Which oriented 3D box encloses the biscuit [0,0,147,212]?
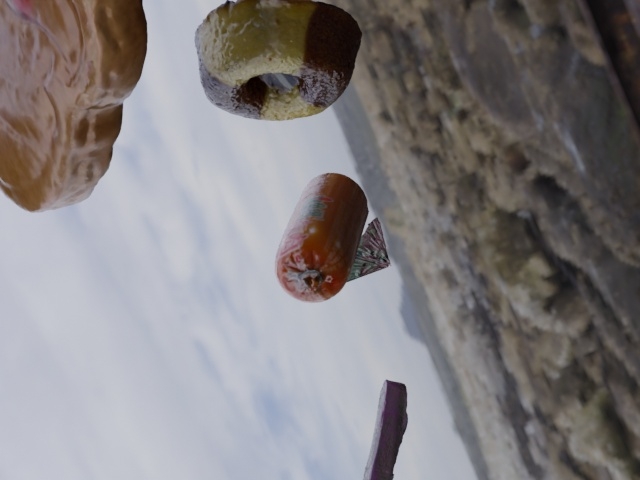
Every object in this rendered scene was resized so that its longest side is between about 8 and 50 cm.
[{"bbox_3d":[-0.238,-0.220,0.920,0.350,0.078,0.455,48,141,29],"label":"biscuit"}]

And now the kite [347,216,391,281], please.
[{"bbox_3d":[0.041,0.019,1.661,0.157,0.139,0.011,13,-148,-35],"label":"kite"}]

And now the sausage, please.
[{"bbox_3d":[0.000,0.000,1.404,0.312,0.093,0.093,-68,-44,-71],"label":"sausage"}]

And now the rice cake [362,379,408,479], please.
[{"bbox_3d":[0.099,0.307,1.819,0.047,0.036,0.206,32,-129,-20],"label":"rice cake"}]

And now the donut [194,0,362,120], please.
[{"bbox_3d":[-0.044,-0.174,1.169,0.184,0.166,0.073,-26,57,58],"label":"donut"}]
